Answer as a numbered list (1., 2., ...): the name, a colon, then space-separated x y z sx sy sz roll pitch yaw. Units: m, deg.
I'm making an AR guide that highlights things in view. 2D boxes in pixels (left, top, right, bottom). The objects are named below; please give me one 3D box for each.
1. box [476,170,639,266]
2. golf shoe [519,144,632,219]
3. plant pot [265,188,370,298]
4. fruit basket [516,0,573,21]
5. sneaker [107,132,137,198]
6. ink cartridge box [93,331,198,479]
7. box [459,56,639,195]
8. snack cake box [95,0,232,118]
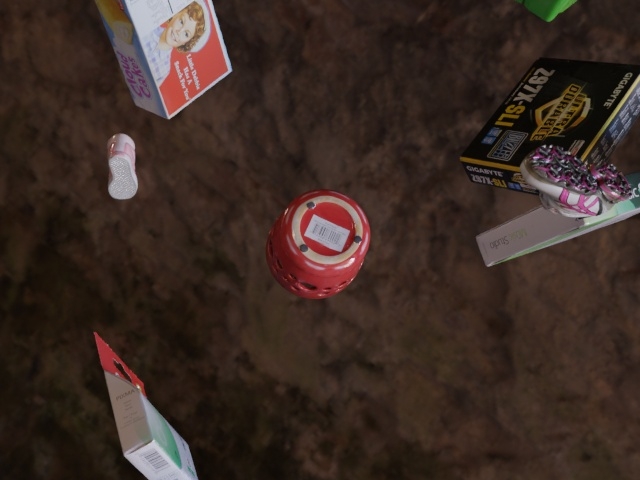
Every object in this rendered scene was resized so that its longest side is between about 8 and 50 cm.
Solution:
1. box: 0.427 -0.051 1.458 0.232 0.322 0.058 -31 -101 58
2. golf shoe: 0.292 -0.058 1.139 0.186 0.086 0.067 12 48 -41
3. plant pot: 0.000 0.000 1.810 0.191 0.191 0.174 39 -21 3
4. fruit basket: 0.400 -0.638 1.754 0.392 0.283 0.392 28 -41 28
5. sneaker: -0.338 -0.130 1.633 0.051 0.070 0.134 0 -32 -8
6. ink cartridge box: -0.256 0.253 1.416 0.181 0.056 0.224 65 2 -51
7. box: 0.469 -0.228 1.901 0.257 0.322 0.079 16 -32 46
8. snack cake box: -0.249 -0.343 1.497 0.089 0.152 0.264 25 -34 33
